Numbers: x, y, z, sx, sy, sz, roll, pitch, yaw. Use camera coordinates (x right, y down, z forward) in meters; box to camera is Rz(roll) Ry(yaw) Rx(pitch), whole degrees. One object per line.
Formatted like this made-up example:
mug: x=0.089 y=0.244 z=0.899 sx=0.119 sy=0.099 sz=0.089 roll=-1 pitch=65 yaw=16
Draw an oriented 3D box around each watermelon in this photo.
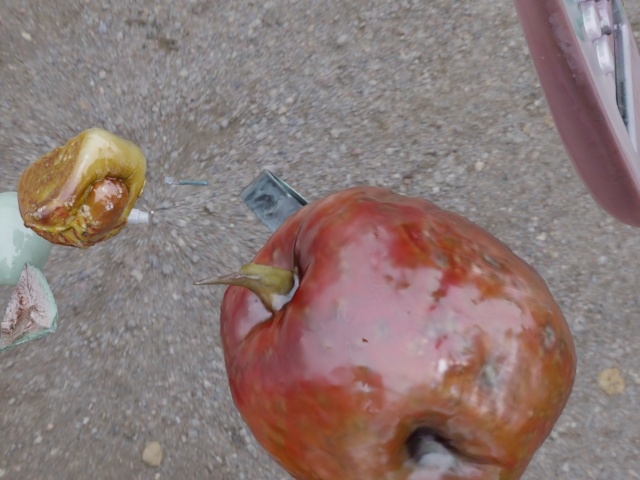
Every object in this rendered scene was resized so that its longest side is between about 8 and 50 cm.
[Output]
watermelon: x=-0.530 y=0.119 z=1.591 sx=0.101 sy=0.080 sz=0.155 roll=4 pitch=64 yaw=-7

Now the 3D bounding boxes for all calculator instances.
calculator: x=0.163 y=-0.173 z=0.581 sx=0.048 sy=0.220 sz=0.329 roll=-11 pitch=131 yaw=28

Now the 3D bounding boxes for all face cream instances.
face cream: x=-0.377 y=-0.049 z=1.587 sx=0.130 sy=0.034 sz=0.034 roll=9 pitch=90 yaw=-9

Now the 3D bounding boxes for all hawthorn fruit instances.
hawthorn fruit: x=0.058 y=0.081 z=0.682 sx=0.258 sy=0.258 sz=0.262 roll=-39 pitch=89 yaw=-7

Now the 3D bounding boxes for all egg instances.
egg: x=-0.594 y=-0.004 z=1.685 sx=0.149 sy=0.149 sz=0.192 roll=-2 pitch=62 yaw=-11

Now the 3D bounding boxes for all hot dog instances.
hot dog: x=-0.394 y=-0.069 z=1.418 sx=0.150 sy=0.257 sz=0.153 roll=20 pitch=63 yaw=-40

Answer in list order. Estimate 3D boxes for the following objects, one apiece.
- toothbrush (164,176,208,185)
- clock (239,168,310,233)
toothbrush: x=-0.247 y=-0.108 z=1.594 sx=0.011 sy=0.167 sz=0.014 roll=-5 pitch=97 yaw=-35
clock: x=0.000 y=0.000 z=1.059 sx=0.226 sy=0.226 sz=0.049 roll=40 pitch=95 yaw=-10
